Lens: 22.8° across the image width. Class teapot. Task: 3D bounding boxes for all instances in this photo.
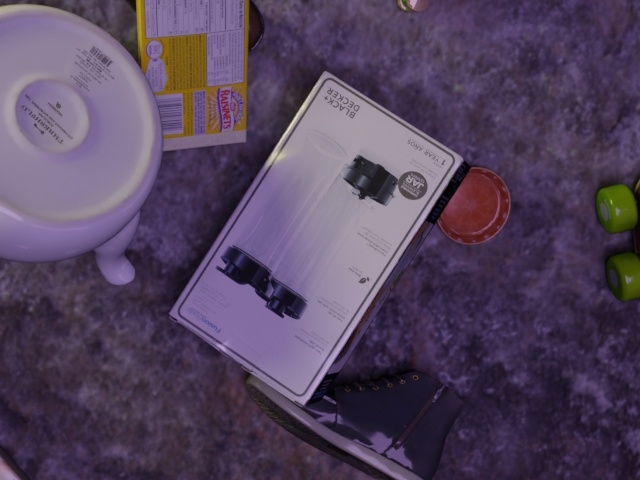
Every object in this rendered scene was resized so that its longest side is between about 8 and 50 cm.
[{"bbox_3d":[-0.285,-0.087,1.472,0.252,0.187,0.256,-4,77,-31],"label":"teapot"}]

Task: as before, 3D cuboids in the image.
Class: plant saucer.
[{"bbox_3d":[0.159,-0.037,1.669,0.083,0.013,0.083,-3,104,-12],"label":"plant saucer"}]

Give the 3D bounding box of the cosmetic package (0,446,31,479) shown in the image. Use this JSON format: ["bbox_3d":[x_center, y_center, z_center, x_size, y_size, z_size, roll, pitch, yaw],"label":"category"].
[{"bbox_3d":[-0.328,0.251,1.603,0.060,0.041,0.115,-40,108,-3],"label":"cosmetic package"}]

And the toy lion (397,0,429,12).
[{"bbox_3d":[0.083,-0.292,1.588,0.100,0.034,0.096,34,85,-18],"label":"toy lion"}]

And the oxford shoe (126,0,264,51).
[{"bbox_3d":[-0.149,-0.244,1.508,0.227,0.096,0.083,29,93,-19],"label":"oxford shoe"}]

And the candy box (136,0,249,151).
[{"bbox_3d":[-0.122,-0.173,1.515,0.105,0.027,0.206,-8,134,-13],"label":"candy box"}]

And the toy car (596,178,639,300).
[{"bbox_3d":[0.398,0.002,1.643,0.155,0.188,0.149,-14,105,-10],"label":"toy car"}]

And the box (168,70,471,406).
[{"bbox_3d":[0.000,0.000,1.569,0.169,0.087,0.290,32,93,10],"label":"box"}]

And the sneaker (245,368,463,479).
[{"bbox_3d":[0.035,0.167,1.664,0.222,0.083,0.118,31,73,-9],"label":"sneaker"}]
